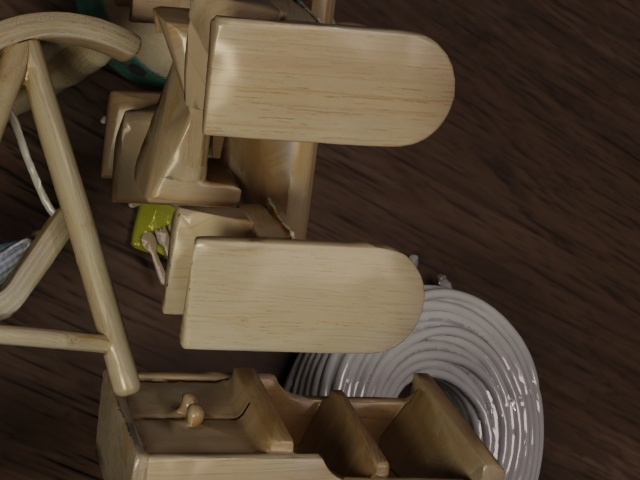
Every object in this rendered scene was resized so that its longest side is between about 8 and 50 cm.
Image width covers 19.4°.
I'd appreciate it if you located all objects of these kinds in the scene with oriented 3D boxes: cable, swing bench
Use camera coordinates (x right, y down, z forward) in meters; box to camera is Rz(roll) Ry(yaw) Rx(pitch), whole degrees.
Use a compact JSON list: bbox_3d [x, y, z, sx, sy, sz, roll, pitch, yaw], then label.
[{"bbox_3d":[0.083,0.165,1.593,0.257,0.089,0.257,-34,103,-35],"label":"cable"},{"bbox_3d":[-0.251,-0.007,1.261,0.165,0.253,0.254,8,73,-33],"label":"swing bench"}]

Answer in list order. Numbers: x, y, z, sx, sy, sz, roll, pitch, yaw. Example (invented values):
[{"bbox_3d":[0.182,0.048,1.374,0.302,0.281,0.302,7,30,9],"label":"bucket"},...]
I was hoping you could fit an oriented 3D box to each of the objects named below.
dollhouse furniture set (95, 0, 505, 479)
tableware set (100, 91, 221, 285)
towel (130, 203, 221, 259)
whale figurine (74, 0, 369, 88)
[{"bbox_3d":[0.000,0.000,1.271,0.257,0.362,0.394,2,107,-16],"label":"dollhouse furniture set"},{"bbox_3d":[-0.108,-0.046,1.508,0.104,0.024,0.154,-21,93,-33],"label":"tableware set"},{"bbox_3d":[-0.090,-0.091,1.553,0.102,0.021,0.237,20,72,-27],"label":"towel"},{"bbox_3d":[-0.079,-0.178,1.501,0.272,0.141,0.216,28,62,-34],"label":"whale figurine"}]
